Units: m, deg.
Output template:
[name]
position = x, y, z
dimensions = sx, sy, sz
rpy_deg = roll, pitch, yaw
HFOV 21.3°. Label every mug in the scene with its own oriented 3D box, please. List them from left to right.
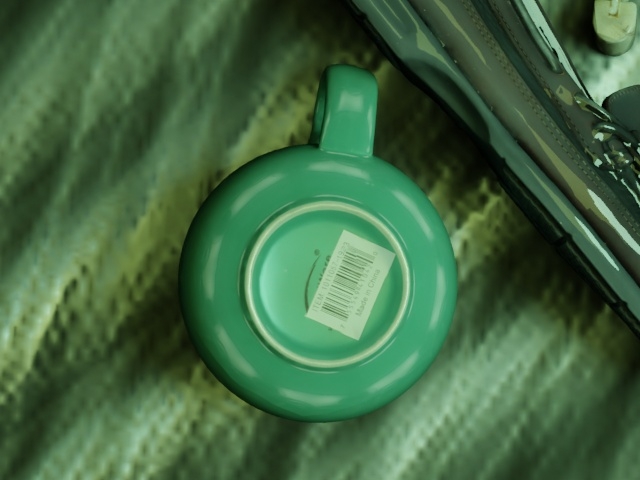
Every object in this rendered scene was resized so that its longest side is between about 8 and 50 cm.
[mug]
position = -0.006, 0.007, 0.792
dimensions = 0.129, 0.097, 0.158
rpy_deg = -23, 92, -5

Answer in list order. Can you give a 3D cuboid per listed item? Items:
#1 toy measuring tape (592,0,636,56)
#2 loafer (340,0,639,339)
[toy measuring tape]
position = 0.274, -0.196, 0.818
dimensions = 0.121, 0.121, 0.330
rpy_deg = 40, 93, -4
[loafer]
position = 0.112, -0.066, 0.797
dimensions = 0.095, 0.109, 0.302
rpy_deg = -41, 90, 4
